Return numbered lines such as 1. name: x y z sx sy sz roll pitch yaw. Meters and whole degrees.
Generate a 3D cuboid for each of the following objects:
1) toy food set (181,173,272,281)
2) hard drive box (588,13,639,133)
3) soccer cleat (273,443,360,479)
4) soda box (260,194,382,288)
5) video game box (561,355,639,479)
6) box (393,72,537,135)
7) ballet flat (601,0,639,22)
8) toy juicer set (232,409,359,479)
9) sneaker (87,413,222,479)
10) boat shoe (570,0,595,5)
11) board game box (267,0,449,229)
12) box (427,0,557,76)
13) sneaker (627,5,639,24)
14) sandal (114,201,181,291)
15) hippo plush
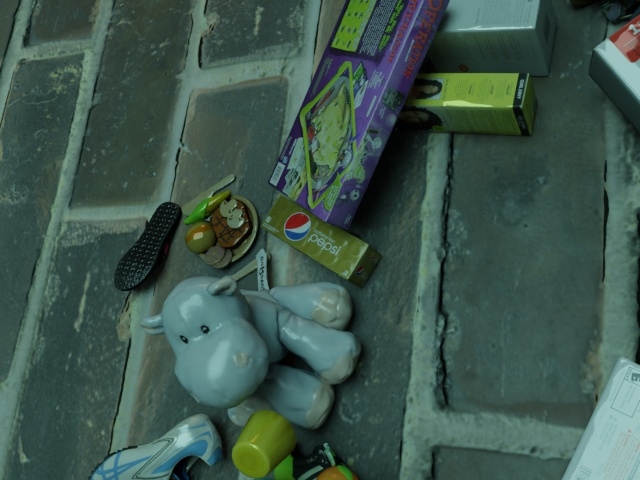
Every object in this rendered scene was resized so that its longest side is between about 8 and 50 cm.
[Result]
1. toy food set: -0.165 -0.018 1.172 0.132 0.038 0.192 -34 61 11
2. hard drive box: 0.477 -0.189 0.867 0.181 0.089 0.232 -37 74 9
3. soccer cleat: 0.015 0.318 0.955 0.179 0.060 0.072 9 75 31
4. soda box: 0.000 0.000 1.076 0.181 0.058 0.061 31 87 30
5. video game box: 0.389 0.263 0.801 0.187 0.048 0.205 25 84 32
6. box: 0.191 -0.200 1.041 0.232 0.087 0.058 6 73 29
7. ballet flat: 0.454 -0.343 0.997 0.114 0.041 0.041 -31 62 13
8. toy juicer set: -0.026 0.386 0.918 0.209 0.089 0.329 19 116 16
9. sneaker: -0.252 0.340 1.063 0.237 0.085 0.086 -29 69 17
10. boat shoe: 0.418 -0.402 1.026 0.152 0.056 0.049 -36 46 11
11. board game box: 0.045 -0.208 1.046 0.347 0.056 0.208 -66 29 8
12. box: 0.241 -0.308 1.028 0.170 0.130 0.091 7 76 27
13. sneaker: 0.514 -0.342 0.957 0.209 0.069 0.082 -31 26 23
14. sandal: -0.290 0.015 1.227 0.067 0.040 0.179 18 66 24
15. hippo plush: -0.089 0.113 0.966 0.234 0.236 0.294 -26 66 13
